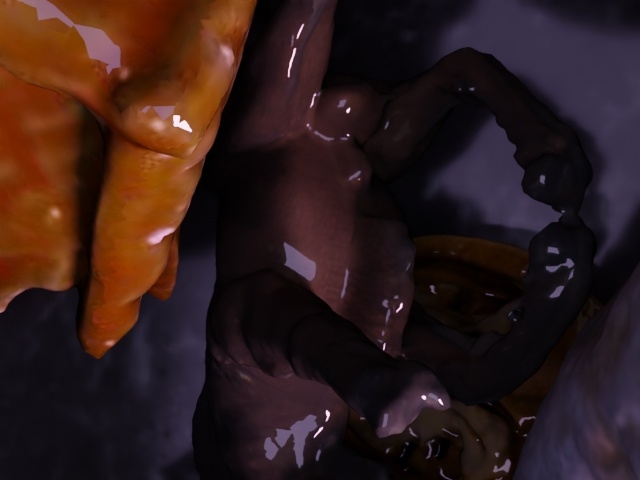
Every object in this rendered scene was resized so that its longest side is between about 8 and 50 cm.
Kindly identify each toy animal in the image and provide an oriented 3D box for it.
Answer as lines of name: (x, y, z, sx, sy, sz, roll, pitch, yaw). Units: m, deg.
toy animal: (0.000, 0.000, 0.425, 0.148, 0.084, 0.233, -25, 65, 48)

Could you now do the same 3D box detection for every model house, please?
model house: (-0.101, -0.096, 0.426, 0.229, 0.199, 0.219, -5, 138, 30)

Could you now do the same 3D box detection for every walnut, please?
walnut: (0.050, 0.047, 0.476, 0.121, 0.052, 0.091, 14, 85, 23)

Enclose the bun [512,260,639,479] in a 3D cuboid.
bun: (0.186, 0.115, 0.311, 0.194, 0.354, 0.354, -8, 93, -29)
